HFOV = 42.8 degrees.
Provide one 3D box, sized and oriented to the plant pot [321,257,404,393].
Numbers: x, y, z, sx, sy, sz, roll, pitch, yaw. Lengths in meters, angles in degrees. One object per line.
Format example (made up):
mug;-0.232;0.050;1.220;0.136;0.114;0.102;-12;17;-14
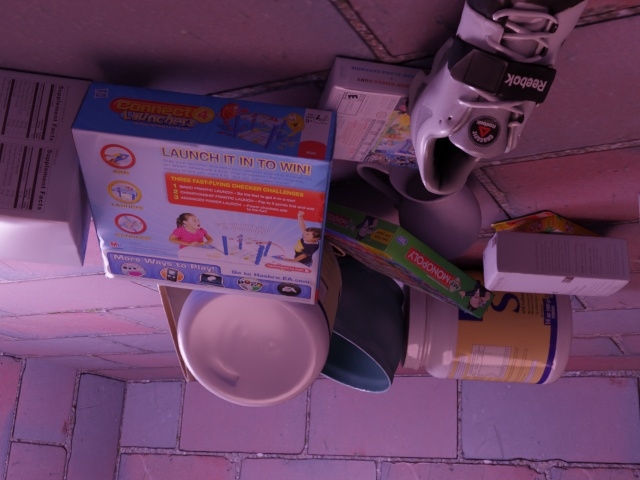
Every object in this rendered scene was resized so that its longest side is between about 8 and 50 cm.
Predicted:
plant pot;0.059;0.161;1.726;0.293;0.196;0.293;25;154;13

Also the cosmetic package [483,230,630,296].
cosmetic package;0.415;0.044;1.452;0.231;0.085;0.117;2;161;1

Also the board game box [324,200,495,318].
board game box;0.098;0.015;1.284;0.213;0.046;0.317;32;176;-30

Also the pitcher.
pitcher;0.153;-0.059;1.249;0.178;0.125;0.207;20;162;26

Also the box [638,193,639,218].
box;0.631;-0.009;1.382;0.063;0.067;0.324;-13;156;40

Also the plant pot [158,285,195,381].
plant pot;-0.224;0.129;1.699;0.191;0.284;0.284;-16;167;-14

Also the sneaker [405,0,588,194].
sneaker;0.178;-0.162;0.798;0.122;0.146;0.330;8;149;-10

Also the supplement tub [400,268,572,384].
supplement tub;0.344;0.181;1.748;0.331;0.241;0.241;3;163;-1

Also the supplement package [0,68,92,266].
supplement package;-0.438;-0.096;1.067;0.263;0.198;0.199;6;161;-9

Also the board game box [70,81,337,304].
board game box;-0.142;-0.050;1.073;0.308;0.086;0.302;8;142;1

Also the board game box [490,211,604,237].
board game box;0.439;0.003;1.512;0.259;0.039;0.124;21;155;-38

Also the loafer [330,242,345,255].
loafer;0.000;0.000;1.562;0.125;0.039;0.045;13;161;-28

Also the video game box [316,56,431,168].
video game box;0.089;-0.155;1.041;0.187;0.048;0.205;8;162;-9

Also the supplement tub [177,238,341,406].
supplement tub;-0.088;0.100;1.371;0.235;0.235;0.325;1;-158;7
